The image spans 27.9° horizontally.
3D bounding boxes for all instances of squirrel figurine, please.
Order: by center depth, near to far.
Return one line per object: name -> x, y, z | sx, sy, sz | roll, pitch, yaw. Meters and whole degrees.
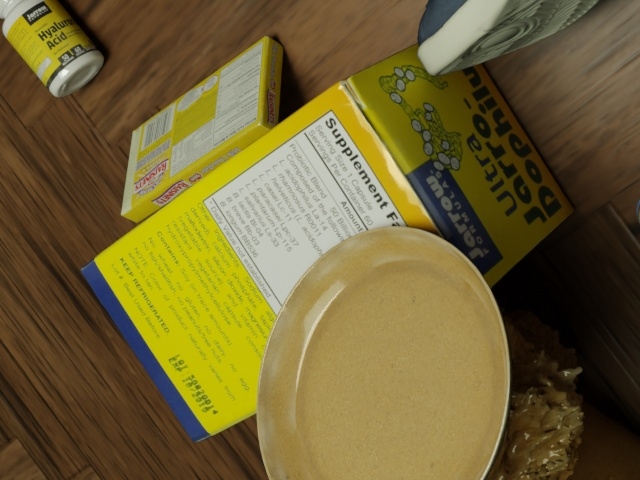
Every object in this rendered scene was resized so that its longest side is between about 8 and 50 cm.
squirrel figurine -> 0.122, 0.253, 1.038 | 0.281, 0.370, 0.396 | -7, 106, 35

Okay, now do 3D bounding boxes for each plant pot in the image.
plant pot -> 0.047, 0.108, 0.927 | 0.236, 0.032, 0.236 | -14, 69, 41

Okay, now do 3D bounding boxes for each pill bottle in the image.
pill bottle -> -0.276, -0.206, 1.285 | 0.116, 0.065, 0.065 | 49, 128, 4

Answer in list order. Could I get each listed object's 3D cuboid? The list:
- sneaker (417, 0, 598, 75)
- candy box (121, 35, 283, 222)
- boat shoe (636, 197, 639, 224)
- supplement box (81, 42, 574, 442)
sneaker -> 0.134, -0.237, 0.877 | 0.148, 0.131, 0.350 | 64, 159, 11
candy box -> -0.113, -0.102, 1.211 | 0.027, 0.105, 0.206 | 27, 140, -36
boat shoe -> 0.315, -0.042, 0.976 | 0.183, 0.066, 0.066 | -27, 94, 38
supplement box -> 0.000, 0.000, 1.117 | 0.357, 0.195, 0.194 | -31, 92, 39
